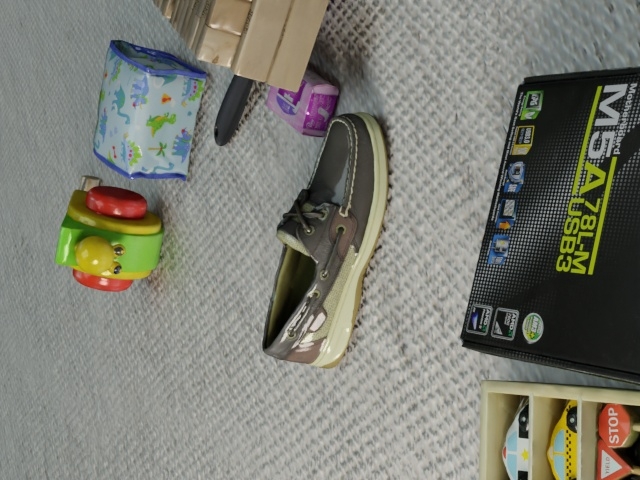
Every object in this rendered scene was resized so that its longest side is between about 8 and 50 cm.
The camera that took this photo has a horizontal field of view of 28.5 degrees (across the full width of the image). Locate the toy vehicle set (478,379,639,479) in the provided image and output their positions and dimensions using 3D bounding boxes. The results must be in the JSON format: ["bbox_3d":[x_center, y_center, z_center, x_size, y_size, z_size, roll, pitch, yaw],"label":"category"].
[{"bbox_3d":[0.163,0.224,0.792,0.166,0.035,0.266,-7,80,59],"label":"toy vehicle set"}]

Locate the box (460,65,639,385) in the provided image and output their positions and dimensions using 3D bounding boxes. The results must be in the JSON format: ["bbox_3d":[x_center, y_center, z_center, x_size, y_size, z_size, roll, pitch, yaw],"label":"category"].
[{"bbox_3d":[0.174,-0.011,0.774,0.184,0.045,0.190,7,82,62],"label":"box"}]

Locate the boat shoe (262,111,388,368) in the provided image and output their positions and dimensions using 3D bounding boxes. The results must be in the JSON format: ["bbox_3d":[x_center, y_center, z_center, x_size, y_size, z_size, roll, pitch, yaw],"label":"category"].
[{"bbox_3d":[-0.001,0.000,1.062,0.080,0.073,0.223,28,110,57],"label":"boat shoe"}]

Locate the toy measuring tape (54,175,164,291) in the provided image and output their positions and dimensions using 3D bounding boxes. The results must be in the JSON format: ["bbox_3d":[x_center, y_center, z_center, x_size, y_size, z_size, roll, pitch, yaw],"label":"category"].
[{"bbox_3d":[-0.241,-0.017,1.479,0.330,0.121,0.121,-114,35,-75],"label":"toy measuring tape"}]

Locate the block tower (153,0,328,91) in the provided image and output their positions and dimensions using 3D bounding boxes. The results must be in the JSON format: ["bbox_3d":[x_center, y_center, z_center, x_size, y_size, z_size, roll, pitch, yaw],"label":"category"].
[{"bbox_3d":[-0.091,-0.237,1.178,0.097,0.091,0.335,-70,24,15],"label":"block tower"}]

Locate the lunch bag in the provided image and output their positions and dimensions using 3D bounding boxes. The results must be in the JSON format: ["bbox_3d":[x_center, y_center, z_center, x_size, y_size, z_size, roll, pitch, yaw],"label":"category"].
[{"bbox_3d":[-0.202,-0.146,1.401,0.151,0.096,0.128,28,111,47],"label":"lunch bag"}]

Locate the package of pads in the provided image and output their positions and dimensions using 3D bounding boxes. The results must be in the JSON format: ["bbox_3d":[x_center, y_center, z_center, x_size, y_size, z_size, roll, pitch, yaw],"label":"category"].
[{"bbox_3d":[-0.017,-0.131,1.150,0.083,0.032,0.050,43,124,53],"label":"package of pads"}]

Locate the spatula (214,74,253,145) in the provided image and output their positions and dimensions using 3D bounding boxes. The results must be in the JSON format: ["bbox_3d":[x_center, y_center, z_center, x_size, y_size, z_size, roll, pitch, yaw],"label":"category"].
[{"bbox_3d":[-0.048,-0.193,1.212,0.296,0.030,0.084,-53,42,43],"label":"spatula"}]
